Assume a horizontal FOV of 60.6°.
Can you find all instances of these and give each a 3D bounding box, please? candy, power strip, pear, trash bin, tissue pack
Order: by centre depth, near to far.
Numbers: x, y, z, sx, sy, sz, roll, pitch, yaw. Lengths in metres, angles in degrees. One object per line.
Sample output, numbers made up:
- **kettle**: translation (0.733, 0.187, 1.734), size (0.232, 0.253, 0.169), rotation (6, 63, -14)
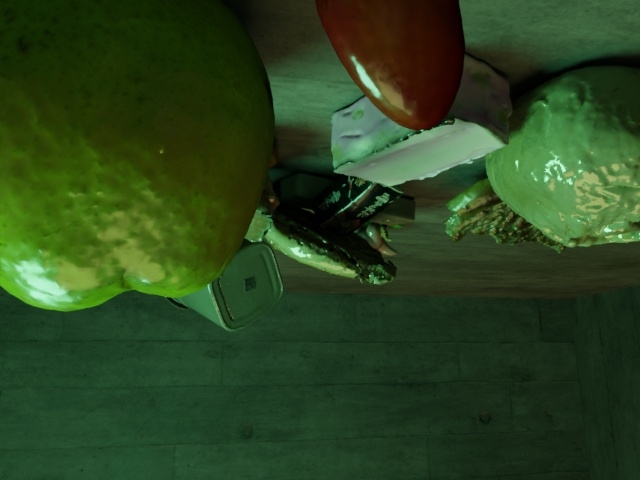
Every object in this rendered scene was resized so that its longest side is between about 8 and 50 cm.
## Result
- **pear**: translation (-0.236, -0.101, 0.614), size (0.391, 0.390, 0.391), rotation (0, 167, 0)
- **candy**: translation (0.148, -0.172, 0.856), size (0.156, 0.115, 0.265), rotation (8, 164, -36)
- **tissue pack**: translation (0.076, -0.091, 1.153), size (0.103, 0.090, 0.170), rotation (15, 134, -44)
- **trash bin**: translation (-0.226, 0.059, 1.204), size (0.220, 0.219, 0.250), rotation (-34, -144, -29)
- **power strip**: translation (0.083, -0.090, 1.316), size (0.385, 0.062, 0.091), rotation (10, 166, -34)

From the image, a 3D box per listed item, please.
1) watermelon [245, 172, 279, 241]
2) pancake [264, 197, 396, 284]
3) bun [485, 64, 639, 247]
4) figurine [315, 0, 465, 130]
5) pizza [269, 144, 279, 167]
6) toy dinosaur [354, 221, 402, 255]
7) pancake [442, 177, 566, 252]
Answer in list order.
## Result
- **watermelon**: translation (-0.227, -0.091, 1.016), size (0.302, 0.151, 0.264), rotation (9, 159, -5)
- **pancake**: translation (0.001, -0.001, 1.231), size (0.382, 0.071, 0.382), rotation (25, -170, -5)
- **bun**: translation (0.443, -0.110, 0.872), size (0.349, 0.227, 0.352), rotation (-5, 161, 26)
- **figurine**: translation (0.047, -0.247, 0.306), size (0.211, 0.269, 0.261), rotation (12, 153, -26)
- **pizza**: translation (-0.162, -0.169, 1.038), size (0.176, 0.036, 0.185), rotation (6, 174, 10)
- **toy dinosaur**: translation (0.139, 0.012, 1.498), size (0.152, 0.177, 0.194), rotation (-12, 164, 43)
- **pancake**: translation (0.484, -0.068, 1.203), size (0.427, 0.066, 0.304), rotation (5, 140, -15)
